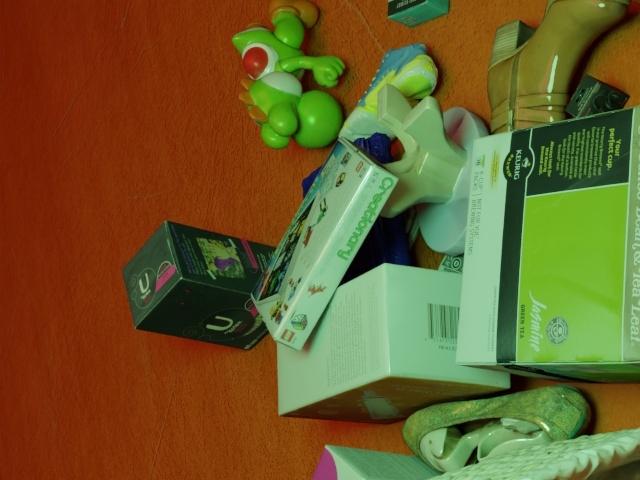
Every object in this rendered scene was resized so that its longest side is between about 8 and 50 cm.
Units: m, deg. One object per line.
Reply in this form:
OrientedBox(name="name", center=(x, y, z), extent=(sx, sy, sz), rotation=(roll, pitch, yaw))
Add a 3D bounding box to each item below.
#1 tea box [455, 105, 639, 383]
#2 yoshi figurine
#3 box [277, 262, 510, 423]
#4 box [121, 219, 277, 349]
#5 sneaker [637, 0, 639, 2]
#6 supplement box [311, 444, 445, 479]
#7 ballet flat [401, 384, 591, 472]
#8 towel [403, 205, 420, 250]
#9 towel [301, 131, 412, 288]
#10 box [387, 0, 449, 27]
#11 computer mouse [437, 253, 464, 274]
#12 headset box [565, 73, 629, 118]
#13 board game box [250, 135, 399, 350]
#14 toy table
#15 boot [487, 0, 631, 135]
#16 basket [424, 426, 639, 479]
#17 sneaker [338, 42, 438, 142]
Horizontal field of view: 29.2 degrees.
OrientedBox(name="tea box", center=(0.379, 0.019, 1.653), extent=(0.324, 0.220, 0.328), rotation=(-6, 74, 50))
OrientedBox(name="yoshi figurine", center=(-0.046, -0.296, 2.351), extent=(0.203, 0.203, 0.362), rotation=(-11, 47, 6))
OrientedBox(name="box", center=(0.102, 0.169, 1.892), extent=(0.345, 0.215, 0.168), rotation=(-31, 56, 57))
OrientedBox(name="box", center=(-0.208, 0.088, 2.299), extent=(0.165, 0.270, 0.143), rotation=(-46, 47, 32))
OrientedBox(name="sneaker", center=(0.473, -0.411, 1.780), extent=(0.121, 0.099, 0.262), rotation=(-58, 43, 14))
OrientedBox(name="supplement box", center=(0.099, 0.393, 1.871), extent=(0.114, 0.220, 0.111), rotation=(33, 104, 50))
OrientedBox(name="ballet flat", center=(0.236, 0.294, 1.807), extent=(0.349, 0.123, 0.123), rotation=(-21, 63, 42))
OrientedBox(name="towel", center=(0.062, -0.012, 2.195), extent=(0.285, 0.034, 0.209), rotation=(38, 108, 49))
OrientedBox(name="towel", center=(0.051, -0.013, 2.120), extent=(0.228, 0.076, 0.308), rotation=(-31, 56, 41))
OrientedBox(name="box", center=(0.179, -0.513, 2.191), extent=(0.101, 0.060, 0.244), rotation=(-12, 70, 49))
OrientedBox(name="computer mouse", center=(0.240, 0.012, 1.969), extent=(0.106, 0.042, 0.193), rotation=(23, 91, 46))
OrientedBox(name="headset box", center=(0.403, -0.203, 1.802), extent=(0.032, 0.083, 0.062), rotation=(46, 113, 47))
OrientedBox(name="board game box", center=(0.000, 0.000, 1.906), extent=(0.305, 0.053, 0.193), rotation=(-60, 21, 9))
OrientedBox(name="toy table", center=(0.162, -0.121, 1.965), extent=(0.252, 0.161, 0.274), rotation=(-51, 30, 35))
OrientedBox(name="boot", center=(0.353, -0.247, 1.855), extent=(0.283, 0.109, 0.220), rotation=(-13, 67, 50))
OrientedBox(name="basket", center=(0.303, 0.410, 1.493), extent=(0.266, 0.331, 0.328), rotation=(-17, 85, 52))
OrientedBox(name="sneaker", center=(0.123, -0.259, 2.178), extent=(0.240, 0.091, 0.126), rotation=(-38, 33, 38))
